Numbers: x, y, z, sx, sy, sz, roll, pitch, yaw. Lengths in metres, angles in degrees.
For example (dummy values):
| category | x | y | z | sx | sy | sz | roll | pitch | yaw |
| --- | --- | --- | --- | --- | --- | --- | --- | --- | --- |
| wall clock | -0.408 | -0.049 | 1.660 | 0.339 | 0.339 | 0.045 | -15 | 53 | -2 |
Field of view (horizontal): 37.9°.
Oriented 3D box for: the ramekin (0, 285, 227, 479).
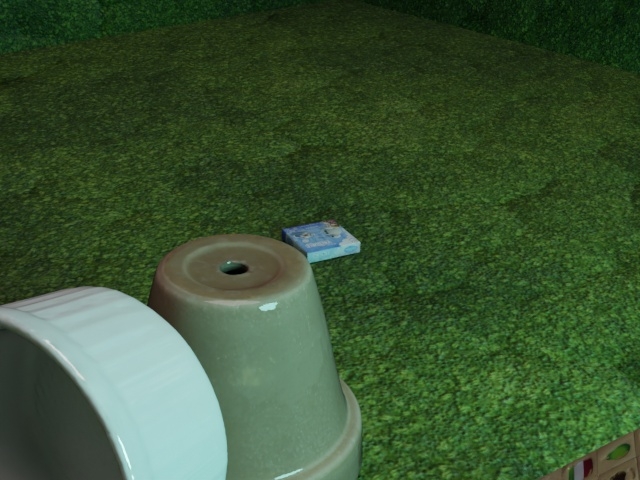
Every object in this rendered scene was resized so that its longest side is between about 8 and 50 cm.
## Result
| category | x | y | z | sx | sy | sz | roll | pitch | yaw |
| --- | --- | --- | --- | --- | --- | --- | --- | --- | --- |
| ramekin | -0.211 | 0.172 | 0.790 | 0.277 | 0.277 | 0.135 | 17 | 22 | 28 |

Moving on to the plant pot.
| category | x | y | z | sx | sy | sz | roll | pitch | yaw |
| --- | --- | --- | --- | --- | --- | --- | --- | --- | --- |
| plant pot | -0.082 | 0.126 | 0.930 | 0.262 | 0.229 | 0.263 | 2 | 27 | -1 |

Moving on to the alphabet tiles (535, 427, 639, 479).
| category | x | y | z | sx | sy | sz | roll | pitch | yaw |
| --- | --- | --- | --- | --- | --- | --- | --- | --- | --- |
| alphabet tiles | 0.218 | 0.257 | 0.776 | 0.198 | 0.009 | 0.237 | -37 | 12 | 27 |

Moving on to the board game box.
| category | x | y | z | sx | sy | sz | roll | pitch | yaw |
| --- | --- | --- | --- | --- | --- | --- | --- | --- | --- |
| board game box | 0.000 | 0.000 | 1.423 | 0.090 | 0.020 | 0.090 | -12 | 31 | -26 |
